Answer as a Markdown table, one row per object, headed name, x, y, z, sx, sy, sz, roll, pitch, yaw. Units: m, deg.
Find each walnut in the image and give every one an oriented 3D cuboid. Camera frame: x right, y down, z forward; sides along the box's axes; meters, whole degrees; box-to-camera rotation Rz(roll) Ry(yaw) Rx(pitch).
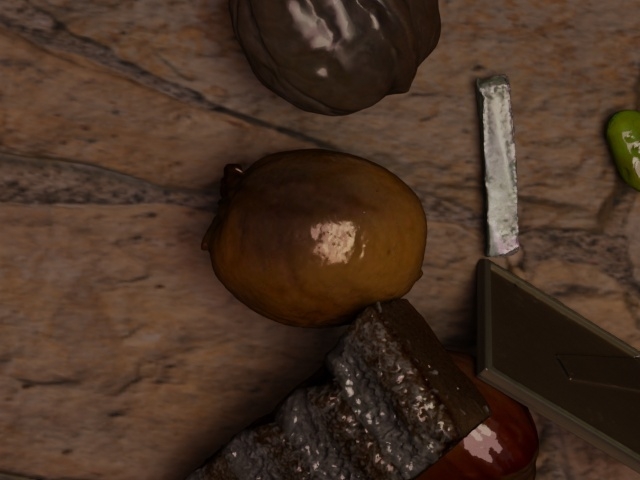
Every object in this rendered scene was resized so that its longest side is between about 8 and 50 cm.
| name | x | y | z | sx | sy | sz | roll | pitch | yaw |
| --- | --- | --- | --- | --- | --- | --- | --- | --- | --- |
| walnut | 0.015 | -0.236 | 1.662 | 0.224 | 0.224 | 0.224 | -2 | 98 | -12 |

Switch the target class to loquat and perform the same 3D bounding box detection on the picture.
| name | x | y | z | sx | sy | sz | roll | pitch | yaw |
| --- | --- | --- | --- | --- | --- | --- | --- | --- | --- |
| loquat | 0.000 | 0.000 | 1.675 | 0.238 | 0.238 | 0.193 | 15 | 92 | -14 |

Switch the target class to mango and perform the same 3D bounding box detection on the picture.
| name | x | y | z | sx | sy | sz | roll | pitch | yaw |
| --- | --- | --- | --- | --- | --- | --- | --- | --- | --- |
| mango | 0.370 | -0.103 | 1.825 | 0.073 | 0.056 | 0.108 | -41 | 101 | -10 |

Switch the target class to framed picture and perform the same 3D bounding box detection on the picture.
| name | x | y | z | sx | sy | sz | roll | pitch | yaw |
| --- | --- | --- | --- | --- | --- | --- | --- | --- | --- |
| framed picture | 0.296 | 0.151 | 1.777 | 0.290 | 0.211 | 0.020 | 30 | 122 | -15 |

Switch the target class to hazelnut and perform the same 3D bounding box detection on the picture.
| name | x | y | z | sx | sy | sz | roll | pitch | yaw |
| --- | --- | --- | --- | --- | --- | --- | --- | --- | --- |
| hazelnut | 0.143 | 0.209 | 1.750 | 0.181 | 0.212 | 0.180 | -4 | 61 | -25 |

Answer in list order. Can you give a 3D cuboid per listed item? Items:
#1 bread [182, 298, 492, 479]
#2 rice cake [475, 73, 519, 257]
| name | x | y | z | sx | sy | sz | roll | pitch | yaw |
| --- | --- | --- | --- | --- | --- | --- | --- | --- | --- |
| bread | -0.020 | 0.249 | 1.667 | 0.416 | 0.113 | 0.165 | -44 | 75 | 24 |
| rice cake | 0.203 | -0.084 | 1.803 | 0.043 | 0.034 | 0.210 | -4 | 99 | -3 |
